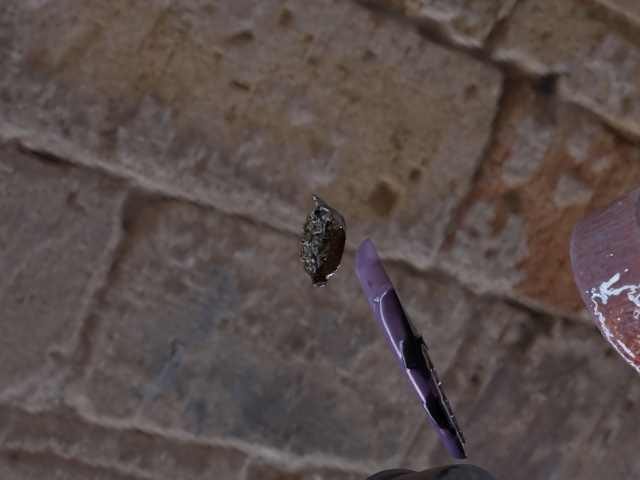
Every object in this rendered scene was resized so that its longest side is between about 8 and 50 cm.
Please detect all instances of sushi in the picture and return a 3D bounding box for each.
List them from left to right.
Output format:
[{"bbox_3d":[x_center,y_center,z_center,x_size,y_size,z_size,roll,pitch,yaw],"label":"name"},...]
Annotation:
[{"bbox_3d":[0.000,0.000,1.970,0.055,0.120,0.052,3,-164,-40],"label":"sushi"}]

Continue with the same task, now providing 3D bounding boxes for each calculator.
[{"bbox_3d":[0.116,0.149,1.781,0.194,0.043,0.294,-115,-1,-65],"label":"calculator"}]

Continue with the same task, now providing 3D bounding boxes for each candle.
[{"bbox_3d":[0.410,0.078,1.533,0.317,0.131,0.287,-4,-110,-47],"label":"candle"}]

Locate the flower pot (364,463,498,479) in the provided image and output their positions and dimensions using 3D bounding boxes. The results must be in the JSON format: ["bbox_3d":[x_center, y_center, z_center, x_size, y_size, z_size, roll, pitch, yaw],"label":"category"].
[{"bbox_3d":[0.161,0.380,1.821,0.235,0.148,0.235,19,-129,-25],"label":"flower pot"}]
